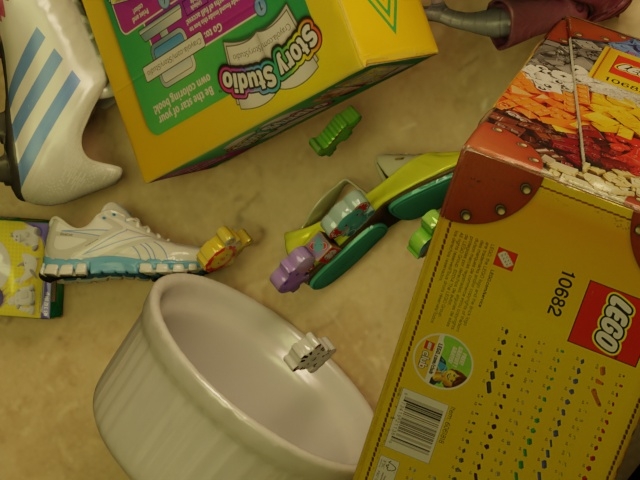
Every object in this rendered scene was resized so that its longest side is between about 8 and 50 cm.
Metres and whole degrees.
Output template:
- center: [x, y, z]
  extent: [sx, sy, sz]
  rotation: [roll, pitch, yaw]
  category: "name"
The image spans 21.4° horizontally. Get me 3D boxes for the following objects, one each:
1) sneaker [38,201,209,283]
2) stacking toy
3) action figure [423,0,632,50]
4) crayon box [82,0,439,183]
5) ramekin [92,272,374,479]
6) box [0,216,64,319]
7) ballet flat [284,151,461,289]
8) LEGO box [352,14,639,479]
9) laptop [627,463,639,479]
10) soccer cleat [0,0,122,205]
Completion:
- center: [-0.194, 0.001, 1.743]
  extent: [0.190, 0.071, 0.083]
  rotation: [1, 79, -2]
  category: "sneaker"
- center: [0.000, 0.000, 1.651]
  extent: [0.221, 0.052, 0.167]
  rotation: [-47, 65, 14]
  category: "stacking toy"
- center: [0.221, -0.299, 1.525]
  extent: [0.275, 0.370, 0.248]
  rotation: [11, 71, 36]
  category: "action figure"
- center: [-0.086, -0.256, 1.609]
  extent: [0.363, 0.106, 0.313]
  rotation: [-22, 87, 50]
  category: "crayon box"
- center: [-0.085, 0.171, 1.632]
  extent: [0.277, 0.277, 0.135]
  rotation: [40, 106, 8]
  category: "ramekin"
- center: [-0.362, 0.026, 1.800]
  extent: [0.179, 0.043, 0.105]
  rotation: [3, 91, 13]
  category: "box"
- center: [0.059, -0.041, 1.697]
  extent: [0.231, 0.077, 0.077]
  rotation: [-35, 68, 12]
  category: "ballet flat"
- center: [0.180, 0.109, 1.441]
  extent: [0.193, 0.372, 0.500]
  rotation: [22, 117, 10]
  category: "LEGO box"
- center: [0.350, 0.316, 1.481]
  extent: [0.236, 0.382, 0.408]
  rotation: [38, 98, 8]
  category: "laptop"
- center: [-0.274, -0.203, 1.754]
  extent: [0.143, 0.116, 0.331]
  rotation: [-6, 92, -4]
  category: "soccer cleat"
